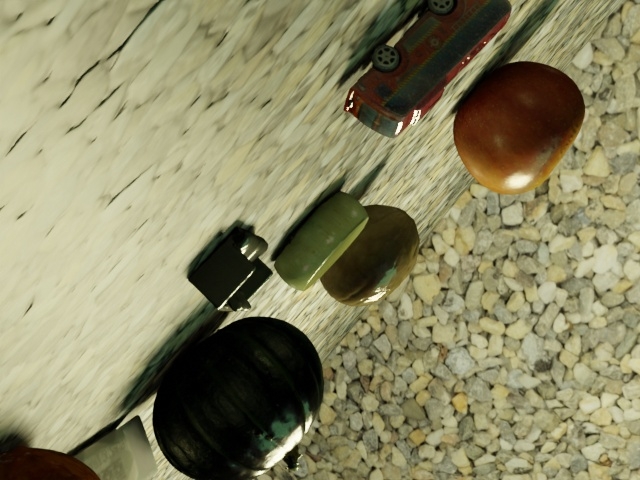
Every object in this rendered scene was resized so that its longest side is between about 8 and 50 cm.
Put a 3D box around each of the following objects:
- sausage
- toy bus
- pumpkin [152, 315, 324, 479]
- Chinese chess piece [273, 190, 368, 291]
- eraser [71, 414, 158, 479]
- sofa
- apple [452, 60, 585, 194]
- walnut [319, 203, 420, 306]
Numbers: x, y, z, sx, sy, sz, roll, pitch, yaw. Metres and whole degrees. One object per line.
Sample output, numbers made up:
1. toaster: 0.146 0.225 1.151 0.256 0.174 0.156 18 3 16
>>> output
1. sausage: -0.283 0.289 1.607 0.153 0.141 0.268 -46 174 -9
2. toy bus: 0.107 -0.185 1.583 0.192 0.077 0.065 -46 170 -18
3. pumpkin: -0.100 0.219 2.089 0.250 0.216 0.250 -40 -171 8
4. Chinese chess piece: 0.000 0.000 2.088 0.144 0.058 0.144 -47 175 -5
5. eraser: -0.337 0.358 1.923 0.213 0.082 0.397 -49 173 21
6. sofa: -0.085 0.036 1.735 0.085 0.060 0.147 -48 173 0
7. apple: 0.306 -0.184 2.493 0.210 0.173 0.235 -54 -179 17
8. walnut: 0.068 0.020 2.309 0.162 0.140 0.140 -58 172 6
